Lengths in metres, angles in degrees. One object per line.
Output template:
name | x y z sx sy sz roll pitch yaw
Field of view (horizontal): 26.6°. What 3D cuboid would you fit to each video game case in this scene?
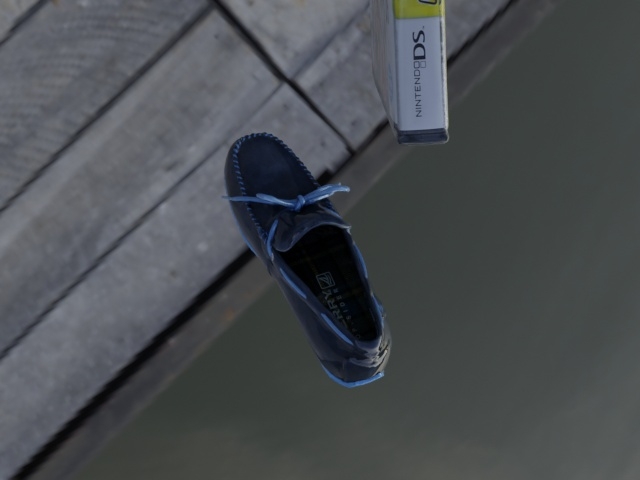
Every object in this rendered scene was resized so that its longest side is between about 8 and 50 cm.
video game case | 0.051 -0.213 0.915 0.035 0.275 0.248 -4 106 -1

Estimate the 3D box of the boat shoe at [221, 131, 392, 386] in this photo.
boat shoe | 0.000 0.000 1.197 0.109 0.258 0.089 -28 159 -20
